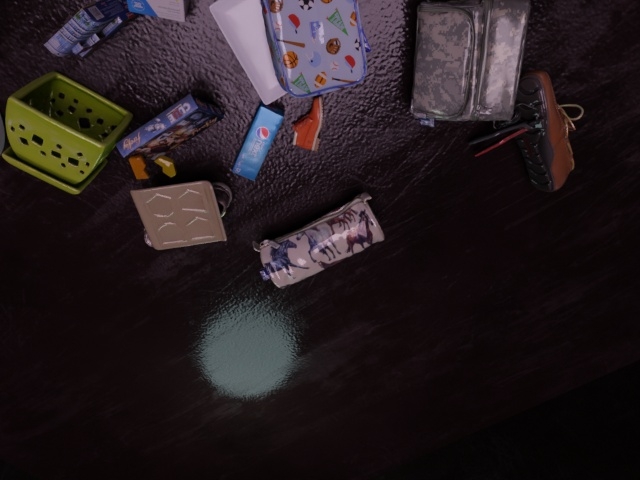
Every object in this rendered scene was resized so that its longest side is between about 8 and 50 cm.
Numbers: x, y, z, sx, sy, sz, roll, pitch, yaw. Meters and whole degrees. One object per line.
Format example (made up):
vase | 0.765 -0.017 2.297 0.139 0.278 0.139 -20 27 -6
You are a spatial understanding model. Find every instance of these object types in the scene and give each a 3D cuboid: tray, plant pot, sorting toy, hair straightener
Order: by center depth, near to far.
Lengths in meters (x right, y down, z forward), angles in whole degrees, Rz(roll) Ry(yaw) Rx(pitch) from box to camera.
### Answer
tray | -0.150 -0.503 1.160 0.145 0.030 0.270 -29 120 5
plant pot | -0.659 -0.266 1.174 0.228 0.227 0.207 29 121 -19
hair straightener | 0.498 -0.312 1.249 0.047 0.230 0.089 -39 99 -28
sorting toy | -0.402 -0.109 1.262 0.229 0.041 0.307 -6 130 0

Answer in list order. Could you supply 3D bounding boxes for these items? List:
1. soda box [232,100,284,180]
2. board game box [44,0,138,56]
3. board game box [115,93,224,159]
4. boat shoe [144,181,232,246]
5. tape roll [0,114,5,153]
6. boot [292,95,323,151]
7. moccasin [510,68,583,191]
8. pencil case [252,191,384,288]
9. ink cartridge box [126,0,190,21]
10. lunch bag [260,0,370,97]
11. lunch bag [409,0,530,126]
soda box | -0.178 -0.281 1.282 0.071 0.067 0.210 22 118 -17
board game box | -0.552 -0.495 1.078 0.194 0.194 0.060 -23 121 27
board game box | -0.395 -0.294 1.204 0.243 0.165 0.042 -28 91 14
boat shoe | -0.415 -0.064 1.383 0.324 0.097 0.117 -27 121 12
tape roll | -0.917 -0.307 1.091 0.100 0.286 0.286 -13 122 5
boot | -0.035 -0.330 1.269 0.084 0.059 0.158 11 122 -5
moccasin | 0.644 -0.313 1.276 0.147 0.139 0.380 -42 120 -9
pencil case | 0.000 0.000 1.414 0.410 0.160 0.183 -26 134 13
ink cartridge box | -0.366 -0.615 0.995 0.134 0.078 0.231 7 152 -8
lunch bag | -0.008 -0.509 1.111 0.243 0.115 0.303 -17 118 -8
lunch bag | 0.361 -0.451 1.140 0.256 0.212 0.305 5 122 13
